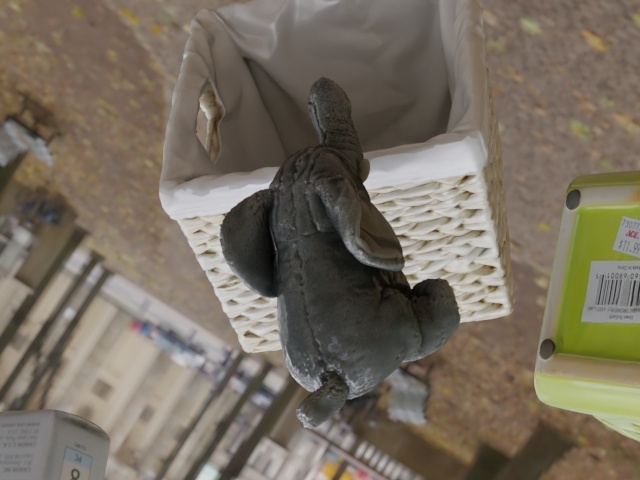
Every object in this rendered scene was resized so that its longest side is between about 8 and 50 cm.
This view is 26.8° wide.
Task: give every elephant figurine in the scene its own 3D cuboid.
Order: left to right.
[{"bbox_3d":[0.000,0.000,1.123,0.239,0.169,0.186,68,170,-10],"label":"elephant figurine"}]

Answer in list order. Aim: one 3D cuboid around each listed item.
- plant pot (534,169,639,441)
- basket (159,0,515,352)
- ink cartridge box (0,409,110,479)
[{"bbox_3d":[0.306,0.057,1.060,0.207,0.227,0.228,17,171,-32],"label":"plant pot"},{"bbox_3d":[0.037,-0.091,1.444,0.331,0.328,0.266,-11,132,13],"label":"basket"},{"bbox_3d":[-0.357,0.345,1.170,0.308,0.385,0.091,-6,154,30],"label":"ink cartridge box"}]
